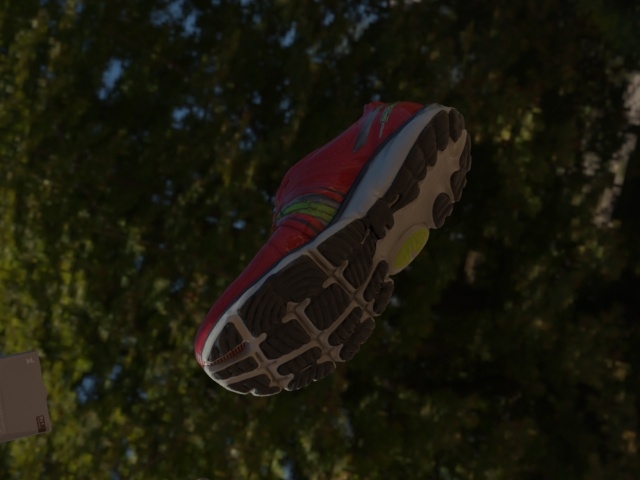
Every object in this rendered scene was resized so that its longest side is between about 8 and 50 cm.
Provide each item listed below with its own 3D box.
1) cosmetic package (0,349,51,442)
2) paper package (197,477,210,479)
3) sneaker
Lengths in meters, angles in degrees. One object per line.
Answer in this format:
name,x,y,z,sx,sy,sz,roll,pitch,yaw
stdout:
cosmetic package,-0.506,0.242,1.730,0.238,0.107,0.127,-18,83,55
paper package,-0.033,0.494,1.455,0.168,0.309,0.325,-50,38,43
sneaker,0.000,0.000,0.847,0.279,0.118,0.107,-47,-48,-24
